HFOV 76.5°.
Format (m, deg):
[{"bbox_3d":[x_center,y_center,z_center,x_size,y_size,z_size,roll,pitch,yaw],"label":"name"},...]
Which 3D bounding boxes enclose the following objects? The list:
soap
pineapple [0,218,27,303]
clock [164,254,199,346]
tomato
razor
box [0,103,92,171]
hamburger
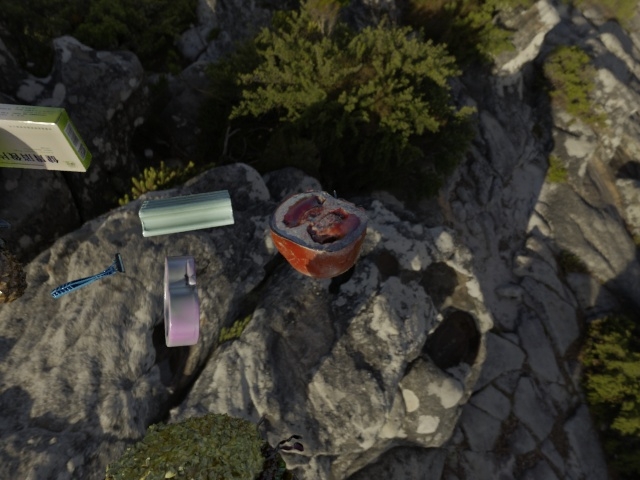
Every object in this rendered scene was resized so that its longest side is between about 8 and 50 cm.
[{"bbox_3d":[-0.414,-0.089,1.274,0.266,0.160,0.087,-9,109,-14],"label":"soap"},{"bbox_3d":[-0.661,0.007,0.792,0.119,0.111,0.237,1,112,-1],"label":"pineapple"},{"bbox_3d":[-0.512,0.225,1.485,0.102,0.338,0.338,-1,72,-23],"label":"clock"},{"bbox_3d":[0.000,0.000,0.908,0.181,0.155,0.214,-37,51,-28],"label":"tomato"},{"bbox_3d":[-0.796,0.133,1.397,0.253,0.042,0.081,-25,67,-8],"label":"razor"},{"bbox_3d":[-0.761,-0.263,1.045,0.261,0.175,0.062,3,59,-4],"label":"box"},{"bbox_3d":[-0.156,0.301,0.495,0.262,0.243,0.138,-24,101,-42],"label":"hamburger"}]
